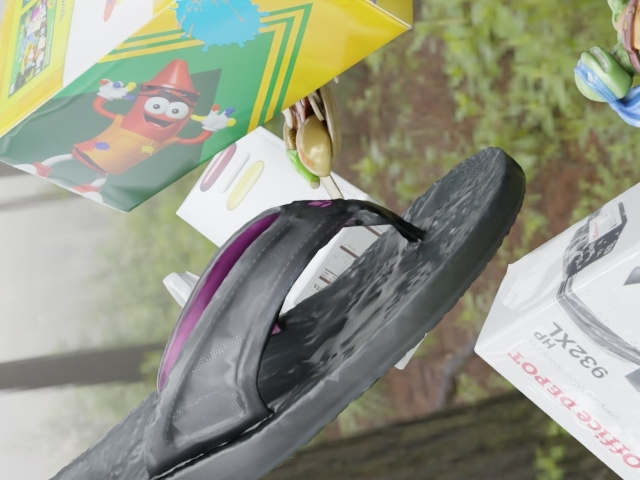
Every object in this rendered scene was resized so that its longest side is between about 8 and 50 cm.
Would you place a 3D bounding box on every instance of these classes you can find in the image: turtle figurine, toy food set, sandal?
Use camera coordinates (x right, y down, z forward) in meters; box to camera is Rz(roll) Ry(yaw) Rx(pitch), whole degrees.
[{"bbox_3d":[0.299,-0.259,1.352,0.274,0.266,0.198,55,-175,0],"label":"turtle figurine"},{"bbox_3d":[-0.017,-0.117,1.413,0.192,0.039,0.132,86,161,-46],"label":"toy food set"},{"bbox_3d":[-0.062,0.078,1.006,0.107,0.446,0.167,48,-168,-16],"label":"sandal"}]

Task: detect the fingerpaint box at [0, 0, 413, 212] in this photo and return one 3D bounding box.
[{"bbox_3d":[-0.098,-0.301,1.340,0.371,0.163,0.444,-30,47,41],"label":"fingerpaint box"}]

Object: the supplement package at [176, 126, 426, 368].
[{"bbox_3d":[0.000,0.000,1.821,0.145,0.204,0.262,-56,42,1],"label":"supplement package"}]

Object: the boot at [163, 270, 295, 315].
[{"bbox_3d":[-0.092,0.087,2.120,0.258,0.123,0.095,35,163,36],"label":"boot"}]

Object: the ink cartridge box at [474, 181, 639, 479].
[{"bbox_3d":[0.326,0.070,1.425,0.307,0.223,0.129,-38,16,46],"label":"ink cartridge box"}]
